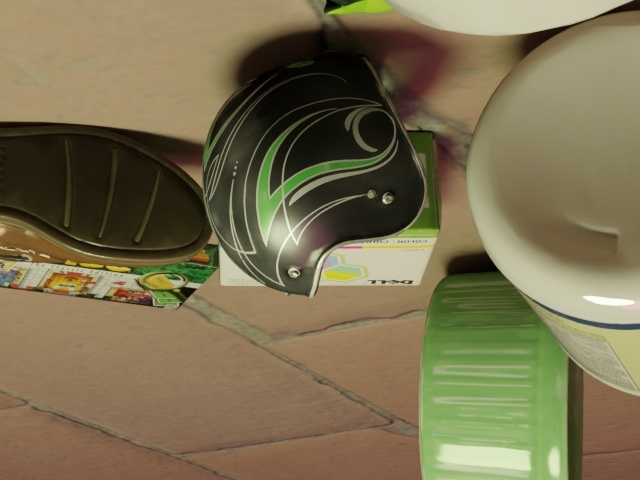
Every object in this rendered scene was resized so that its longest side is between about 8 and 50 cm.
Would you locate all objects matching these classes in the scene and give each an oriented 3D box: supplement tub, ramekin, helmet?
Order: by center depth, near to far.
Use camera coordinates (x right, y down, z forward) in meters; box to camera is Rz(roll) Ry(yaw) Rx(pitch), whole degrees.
[{"bbox_3d":[-0.012,-0.048,0.956,0.161,0.169,0.169,-25,154,1],"label":"helmet"},{"bbox_3d":[0.268,-0.007,0.995,0.235,0.235,0.325,-11,155,21],"label":"supplement tub"},{"bbox_3d":[0.198,0.172,1.340,0.148,0.303,0.303,0,158,15],"label":"ramekin"}]

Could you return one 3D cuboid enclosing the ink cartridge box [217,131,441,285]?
[{"bbox_3d":[0.000,0.000,1.166,0.188,0.097,0.255,0,156,-4],"label":"ink cartridge box"}]

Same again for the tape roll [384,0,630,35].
[{"bbox_3d":[0.055,-0.221,0.473,0.246,0.246,0.169,-18,152,33],"label":"tape roll"}]

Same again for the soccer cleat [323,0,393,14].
[{"bbox_3d":[-0.002,-0.187,0.783,0.072,0.060,0.179,-10,158,21],"label":"soccer cleat"}]

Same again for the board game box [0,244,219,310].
[{"bbox_3d":[-0.248,0.023,1.290,0.259,0.030,0.136,9,152,-23],"label":"board game box"}]

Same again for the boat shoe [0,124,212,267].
[{"bbox_3d":[-0.245,-0.036,1.072,0.307,0.111,0.104,13,158,-9],"label":"boat shoe"}]
